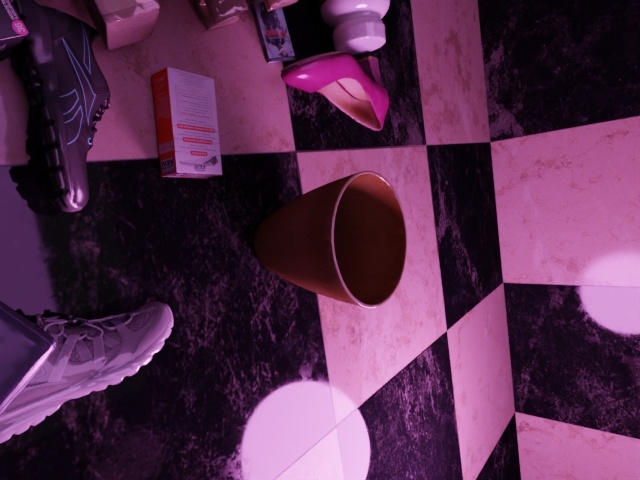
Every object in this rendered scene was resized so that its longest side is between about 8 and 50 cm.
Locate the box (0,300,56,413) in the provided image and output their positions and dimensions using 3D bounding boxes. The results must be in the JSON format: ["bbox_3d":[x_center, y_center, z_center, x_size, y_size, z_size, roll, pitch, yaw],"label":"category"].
[{"bbox_3d":[-0.447,0.026,0.263,0.396,0.293,0.212,55,50,-32],"label":"box"}]

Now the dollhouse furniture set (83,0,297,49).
[{"bbox_3d":[-0.165,-0.468,0.586,0.393,0.362,0.257,-29,112,-18],"label":"dollhouse furniture set"}]

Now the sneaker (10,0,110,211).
[{"bbox_3d":[-0.327,-0.173,0.563,0.106,0.101,0.268,-12,98,-52],"label":"sneaker"}]

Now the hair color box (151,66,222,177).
[{"bbox_3d":[-0.225,-0.193,0.721,0.093,0.053,0.168,-7,92,-51],"label":"hair color box"}]

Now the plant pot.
[{"bbox_3d":[0.000,0.000,0.822,0.237,0.254,0.238,2,88,-49],"label":"plant pot"}]

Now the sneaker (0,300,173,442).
[{"bbox_3d":[-0.321,0.140,0.551,0.281,0.105,0.116,-30,111,-46],"label":"sneaker"}]

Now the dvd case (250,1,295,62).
[{"bbox_3d":[-0.099,-0.444,0.909,0.087,0.013,0.120,-31,112,-46],"label":"dvd case"}]

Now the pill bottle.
[{"bbox_3d":[0.073,-0.611,1.002,0.169,0.169,0.302,-16,101,-49],"label":"pill bottle"}]

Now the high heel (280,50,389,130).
[{"bbox_3d":[0.055,-0.337,1.005,0.377,0.127,0.182,-25,109,-45],"label":"high heel"}]

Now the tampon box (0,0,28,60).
[{"bbox_3d":[-0.430,-0.244,0.441,0.161,0.101,0.121,-42,119,-42],"label":"tampon box"}]
